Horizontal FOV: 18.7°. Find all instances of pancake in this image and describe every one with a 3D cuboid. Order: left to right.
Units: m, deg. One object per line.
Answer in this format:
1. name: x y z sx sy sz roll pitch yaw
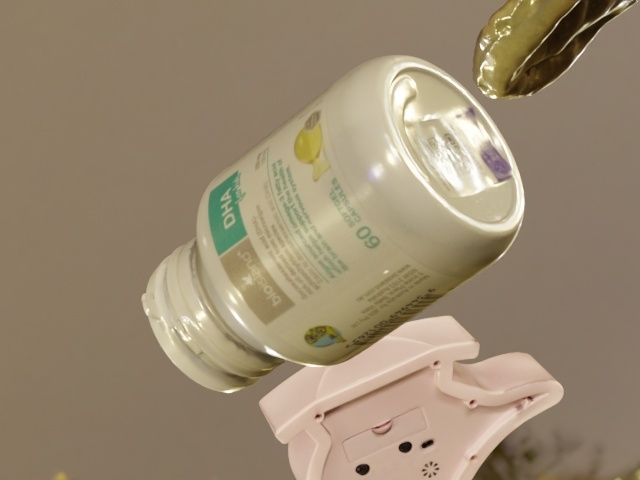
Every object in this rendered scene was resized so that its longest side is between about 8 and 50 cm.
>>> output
1. pancake: 0.248 -0.233 1.725 0.294 0.049 0.294 -41 -12 -11

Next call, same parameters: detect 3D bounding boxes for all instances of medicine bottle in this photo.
1. medicine bottle: 0.000 0.000 1.126 0.215 0.135 0.135 -36 -15 32

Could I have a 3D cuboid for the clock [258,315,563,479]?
1. clock: 0.115 0.213 2.025 0.290 0.080 0.275 -26 -61 -6
